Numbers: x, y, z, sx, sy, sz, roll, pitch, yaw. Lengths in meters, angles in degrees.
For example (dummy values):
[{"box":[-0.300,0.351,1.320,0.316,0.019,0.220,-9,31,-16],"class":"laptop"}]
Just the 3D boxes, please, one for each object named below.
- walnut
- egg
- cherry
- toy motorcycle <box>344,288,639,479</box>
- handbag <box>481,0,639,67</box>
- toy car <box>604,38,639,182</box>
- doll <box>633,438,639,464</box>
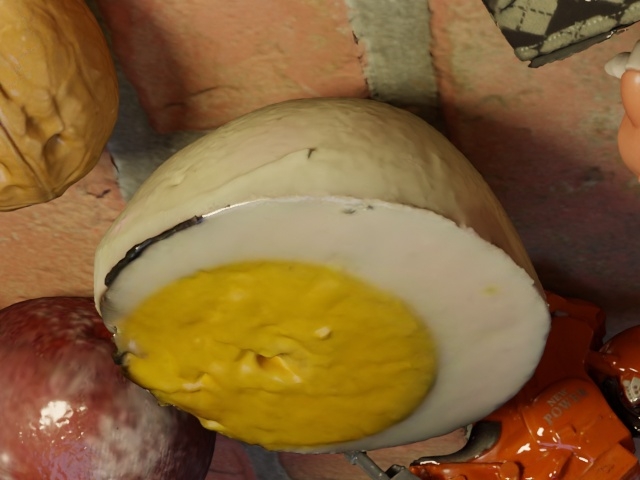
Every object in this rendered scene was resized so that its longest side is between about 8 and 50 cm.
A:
[{"box":[-0.225,-0.109,1.284,0.165,0.165,0.197,-4,136,13],"class":"walnut"},{"box":[0.000,0.000,1.362,0.337,0.201,0.337,-2,145,-1],"class":"egg"},{"box":[-0.206,0.156,1.589,0.236,0.213,0.285,2,-176,-11],"class":"cherry"},{"box":[0.151,0.161,1.519,0.325,0.221,0.148,-41,144,-12],"class":"toy motorcycle"},{"box":[0.079,-0.284,1.002,0.416,0.180,0.316,30,150,-31],"class":"handbag"},{"box":[0.306,-0.070,1.195,0.212,0.180,0.270,30,175,-16],"class":"toy car"},{"box":[0.303,0.272,1.695,0.376,0.187,0.365,-18,139,28],"class":"doll"}]
